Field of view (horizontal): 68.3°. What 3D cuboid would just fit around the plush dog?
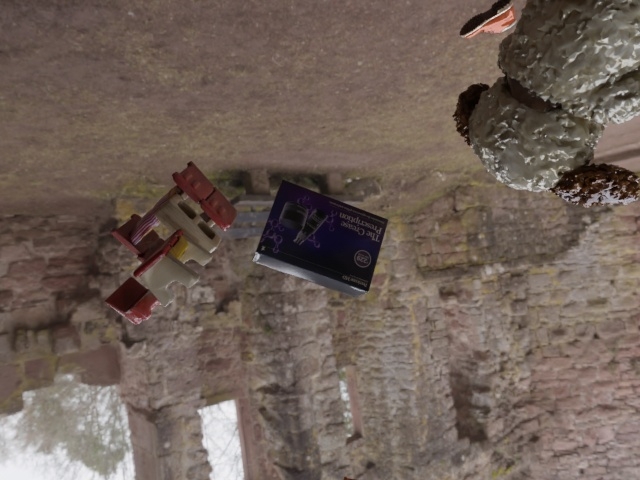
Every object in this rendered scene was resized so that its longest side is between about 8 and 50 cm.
[{"bbox_3d":[0.247,-0.154,0.484,0.211,0.225,0.262,-7,-139,-34],"label":"plush dog"}]

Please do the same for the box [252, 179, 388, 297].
[{"bbox_3d":[0.000,0.000,1.078,0.261,0.184,0.103,20,164,-7],"label":"box"}]

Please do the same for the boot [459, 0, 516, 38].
[{"bbox_3d":[0.485,-0.618,1.363,0.158,0.059,0.085,-25,137,24],"label":"boot"}]

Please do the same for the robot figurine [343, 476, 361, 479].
[{"bbox_3d":[0.078,0.579,0.821,0.211,0.290,0.085,-11,133,34],"label":"robot figurine"}]

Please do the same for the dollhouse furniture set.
[{"bbox_3d":[-0.304,0.002,0.883,0.201,0.152,0.374,-38,-165,14],"label":"dollhouse furniture set"}]
